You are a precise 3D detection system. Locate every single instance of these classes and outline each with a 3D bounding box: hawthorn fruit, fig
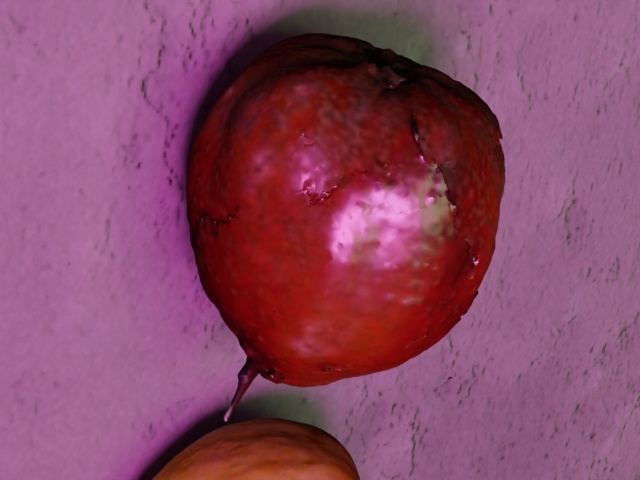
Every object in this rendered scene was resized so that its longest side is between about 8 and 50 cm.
[{"bbox_3d":[0.000,0.000,1.052,0.181,0.181,0.235,7,118,-46],"label":"hawthorn fruit"},{"bbox_3d":[-0.082,0.200,1.101,0.257,0.159,0.159,-11,119,-22],"label":"fig"}]
